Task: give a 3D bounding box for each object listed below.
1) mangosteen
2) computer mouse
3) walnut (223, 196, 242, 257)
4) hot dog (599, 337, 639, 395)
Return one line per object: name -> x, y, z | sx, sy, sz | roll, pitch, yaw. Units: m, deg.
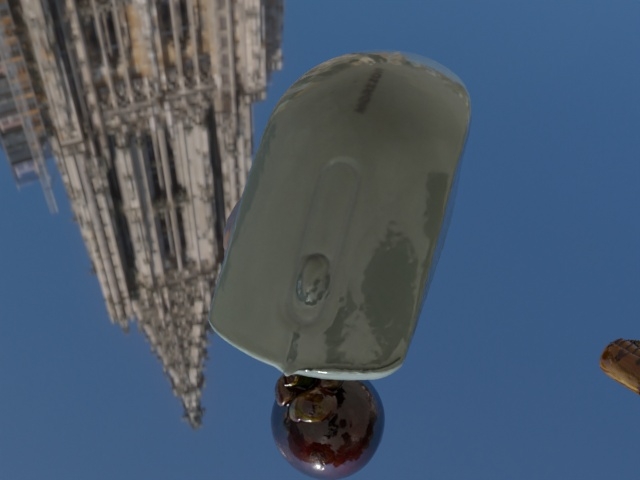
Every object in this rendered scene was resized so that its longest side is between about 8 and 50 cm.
mangosteen -> 0.001, 0.176, 1.091 | 0.140, 0.140, 0.140 | 1, -124, -1
computer mouse -> 0.016, -0.026, 0.631 | 0.128, 0.079, 0.231 | 9, -119, 16
walnut -> 0.000, 0.000, 1.015 | 0.197, 0.165, 0.165 | -8, -138, 47
hot dog -> 0.259, 0.103, 0.788 | 0.049, 0.037, 0.122 | -9, -156, -32
